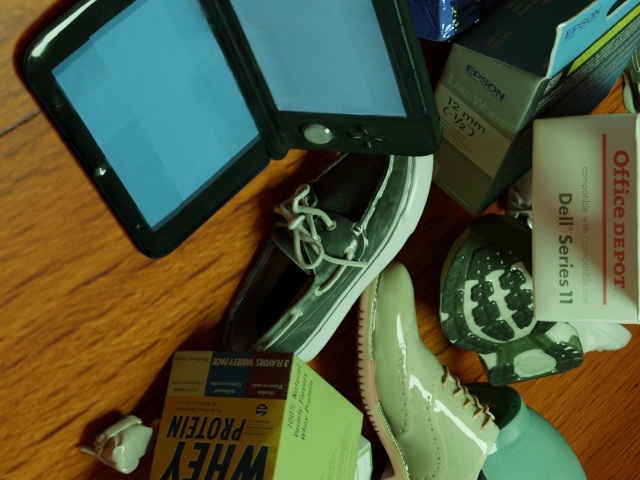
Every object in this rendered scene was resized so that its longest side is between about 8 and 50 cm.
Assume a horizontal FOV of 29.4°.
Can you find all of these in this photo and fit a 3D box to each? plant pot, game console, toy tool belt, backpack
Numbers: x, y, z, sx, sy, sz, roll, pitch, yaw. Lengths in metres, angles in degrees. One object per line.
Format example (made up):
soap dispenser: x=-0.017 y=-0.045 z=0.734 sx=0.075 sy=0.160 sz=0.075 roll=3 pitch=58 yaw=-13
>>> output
plant pot: x=0.213 y=0.316 z=1.655 sx=0.293 sy=0.293 sz=0.196 roll=-32 pitch=113 yaw=-35
game console: x=-0.056 y=-0.113 z=1.009 sx=0.293 sy=0.250 sz=0.173 roll=65 pitch=36 yaw=-53
toy tool belt: x=-0.192 y=0.193 z=1.200 sx=0.083 sy=0.051 sz=0.052 roll=-29 pitch=124 yaw=-55
backpack: x=0.126 y=-0.259 z=1.185 sx=0.120 sy=0.098 sz=0.101 roll=-34 pitch=137 yaw=-32

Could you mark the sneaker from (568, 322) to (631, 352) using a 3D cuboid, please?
sneaker: x=0.362 y=0.137 z=1.843 sx=0.290 sy=0.106 sz=0.123 roll=22 pitch=102 yaw=-46

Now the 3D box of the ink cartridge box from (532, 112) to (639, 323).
ink cartridge box: x=0.296 y=-0.025 z=1.265 sx=0.353 sy=0.119 sz=0.207 roll=-4 pitch=94 yaw=-69

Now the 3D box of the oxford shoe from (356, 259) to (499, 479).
oxford shoe: x=0.134 y=0.189 z=1.448 sx=0.140 sy=0.147 sz=0.397 roll=-67 pitch=147 yaw=-58

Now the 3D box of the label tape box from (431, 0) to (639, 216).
label tape box: x=0.242 y=-0.207 z=1.270 sx=0.249 sy=0.115 sz=0.347 roll=-41 pitch=163 yaw=-23

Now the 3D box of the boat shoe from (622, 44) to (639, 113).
boat shoe: x=0.450 y=-0.238 z=1.660 sx=0.081 sy=0.069 sz=0.228 roll=-52 pitch=147 yaw=-9

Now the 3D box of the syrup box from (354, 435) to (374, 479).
syrup box: x=-0.050 y=0.312 z=1.433 sx=0.237 sy=0.096 sz=0.093 roll=-36 pitch=140 yaw=-29

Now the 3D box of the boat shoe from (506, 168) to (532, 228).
boat shoe: x=0.285 y=-0.044 z=1.582 sx=0.084 sy=0.095 sz=0.258 roll=-50 pitch=146 yaw=-19

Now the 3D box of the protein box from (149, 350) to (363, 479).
protein box: x=-0.064 y=0.239 z=1.244 sx=0.201 sy=0.136 sz=0.199 roll=49 pitch=45 yaw=-57

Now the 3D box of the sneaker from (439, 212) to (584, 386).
sneaker: x=0.218 y=0.046 z=1.524 sx=0.158 sy=0.182 sz=0.410 roll=-19 pitch=151 yaw=6

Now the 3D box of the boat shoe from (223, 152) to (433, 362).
boat shoe: x=-0.003 y=-0.002 z=1.222 sx=0.105 sy=0.113 sz=0.306 roll=7 pitch=127 yaw=-49
